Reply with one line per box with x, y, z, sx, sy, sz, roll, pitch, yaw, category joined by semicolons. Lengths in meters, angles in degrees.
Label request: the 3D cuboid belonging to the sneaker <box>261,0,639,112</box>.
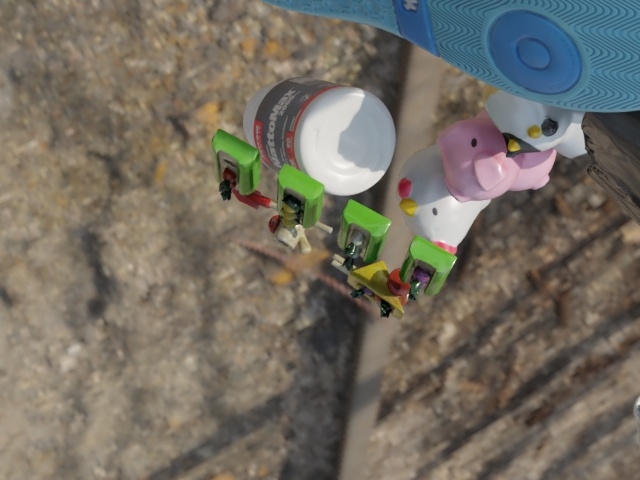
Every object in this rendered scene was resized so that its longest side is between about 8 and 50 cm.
0.103;-0.194;0.790;0.208;0.319;0.127;-46;146;-31;sneaker

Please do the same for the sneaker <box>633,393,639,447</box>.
0.333;0.167;1.211;0.114;0.152;0.305;-37;168;13;sneaker

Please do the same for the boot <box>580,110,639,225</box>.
0.356;0.085;0.960;0.146;0.445;0.367;-46;163;-14;boot

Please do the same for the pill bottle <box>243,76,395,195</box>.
-0.009;-0.111;1.508;0.108;0.180;0.107;-5;103;-24;pill bottle

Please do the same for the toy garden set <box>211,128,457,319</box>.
0.000;0.000;1.414;0.049;0.244;0.204;-60;175;-13;toy garden set

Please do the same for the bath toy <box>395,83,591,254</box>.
0.183;-0.086;1.450;0.151;0.129;0.348;25;147;-21;bath toy
